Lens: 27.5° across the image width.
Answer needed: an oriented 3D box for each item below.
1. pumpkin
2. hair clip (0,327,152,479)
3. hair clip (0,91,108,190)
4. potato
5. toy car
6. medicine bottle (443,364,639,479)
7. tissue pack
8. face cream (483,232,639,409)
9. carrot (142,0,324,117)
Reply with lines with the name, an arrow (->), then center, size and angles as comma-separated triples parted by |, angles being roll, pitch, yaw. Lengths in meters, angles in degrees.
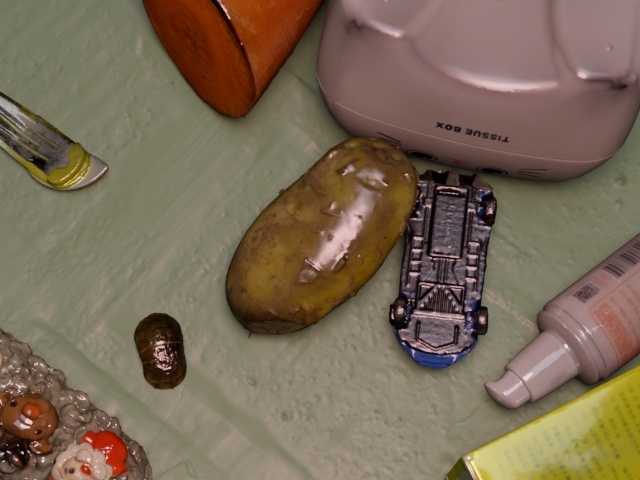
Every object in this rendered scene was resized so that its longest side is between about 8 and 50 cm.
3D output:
pumpkin -> -0.164, 0.113, 1.356 | 0.050, 0.028, 0.083 | -15, 78, -10
hair clip -> -0.312, 0.167, 1.296 | 0.321, 0.091, 0.138 | 36, 71, 7
hair clip -> -0.319, -0.112, 1.414 | 0.188, 0.033, 0.060 | 37, 76, 5
potato -> 0.000, 0.000, 1.346 | 0.251, 0.113, 0.149 | -52, 45, 2
toy car -> 0.130, 0.030, 1.379 | 0.103, 0.063, 0.216 | 6, 73, 5
medicine bottle -> 0.264, 0.227, 1.286 | 0.250, 0.137, 0.141 | -25, 71, -11
tissue pack -> 0.167, -0.194, 1.372 | 0.333, 0.236, 0.229 | 13, 61, 0
face cream -> 0.279, 0.093, 1.350 | 0.251, 0.101, 0.101 | -35, 78, -13
carrot -> -0.073, -0.325, 1.411 | 0.214, 0.193, 0.331 | 40, 73, -17
